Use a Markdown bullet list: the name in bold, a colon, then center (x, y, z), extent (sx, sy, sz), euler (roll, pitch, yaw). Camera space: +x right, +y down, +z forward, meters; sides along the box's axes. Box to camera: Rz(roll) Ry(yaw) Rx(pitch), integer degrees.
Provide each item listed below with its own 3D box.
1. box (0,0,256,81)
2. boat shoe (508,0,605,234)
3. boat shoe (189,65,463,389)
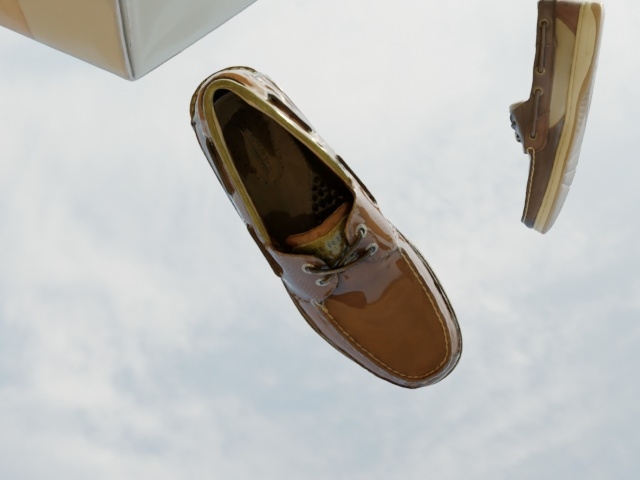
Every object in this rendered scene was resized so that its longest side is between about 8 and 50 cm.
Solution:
- **box**: center (-0.172, -0.208, 0.633), extent (0.311, 0.121, 0.148), euler (26, -134, 26)
- **boat shoe**: center (0.273, -0.152, 1.486), extent (0.092, 0.103, 0.285), euler (14, -75, 16)
- **boat shoe**: center (0.000, 0.000, 0.966), extent (0.110, 0.307, 0.104), euler (-41, -177, 3)
